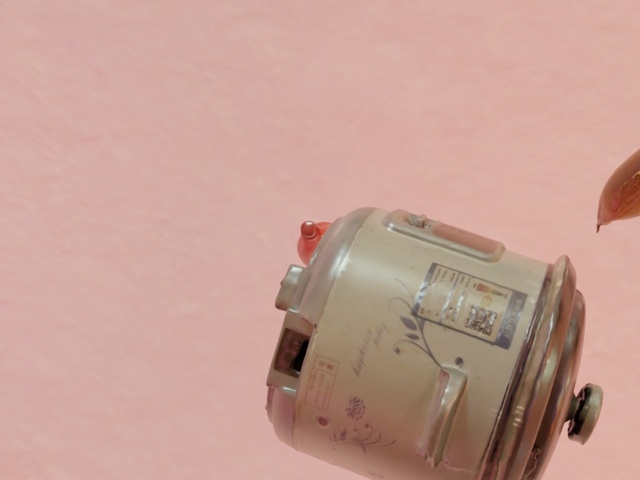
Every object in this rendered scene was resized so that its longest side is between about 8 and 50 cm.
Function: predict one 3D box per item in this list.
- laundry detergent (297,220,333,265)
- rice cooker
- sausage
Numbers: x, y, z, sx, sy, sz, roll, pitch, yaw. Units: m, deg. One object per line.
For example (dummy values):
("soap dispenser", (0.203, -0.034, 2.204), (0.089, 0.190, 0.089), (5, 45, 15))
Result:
("laundry detergent", (0.000, 0.000, 1.724), (0.097, 0.165, 0.049), (-34, 70, -2))
("rice cooker", (0.111, 0.115, 0.892), (0.316, 0.316, 0.264), (17, 99, -2))
("sausage", (0.618, -0.118, 1.802), (0.112, 0.112, 0.328), (45, 132, -1))
